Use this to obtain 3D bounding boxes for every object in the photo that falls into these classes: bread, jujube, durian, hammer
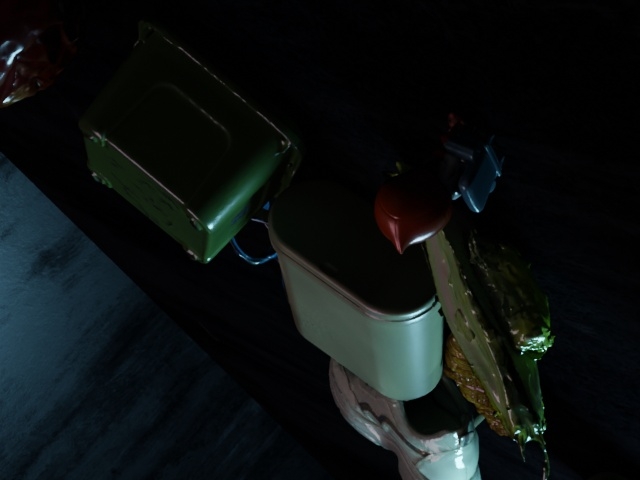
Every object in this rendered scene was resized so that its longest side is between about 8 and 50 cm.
[{"bbox_3d":[0.215,0.162,1.920,0.105,0.076,0.233,15,147,35],"label":"bread"},{"bbox_3d":[-0.418,-0.285,1.818,0.276,0.276,0.377,41,171,-6],"label":"jujube"},{"bbox_3d":[0.182,0.074,1.603,0.375,0.106,0.132,63,157,3],"label":"durian"},{"bbox_3d":[0.211,0.256,2.360,0.110,0.035,0.019,40,168,47],"label":"hammer"}]

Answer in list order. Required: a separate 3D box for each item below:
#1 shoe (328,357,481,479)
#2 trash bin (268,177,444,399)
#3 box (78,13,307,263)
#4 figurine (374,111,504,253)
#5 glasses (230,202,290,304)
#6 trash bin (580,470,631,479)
[{"bbox_3d":[0.134,0.238,2.317,0.342,0.132,0.211,49,152,35],"label":"shoe"},{"bbox_3d":[0.053,0.067,1.891,0.243,0.121,0.247,34,157,25],"label":"trash bin"},{"bbox_3d":[-0.167,-0.111,1.858,0.252,0.178,0.329,41,167,3],"label":"box"},{"bbox_3d":[0.106,-0.046,1.389,0.075,0.140,0.068,33,163,34],"label":"figurine"},{"bbox_3d":[-0.023,0.028,2.082,0.239,0.102,0.207,45,166,-20],"label":"glasses"},{"bbox_3d":[0.398,0.429,2.081,0.209,0.182,0.290,39,172,2],"label":"trash bin"}]
